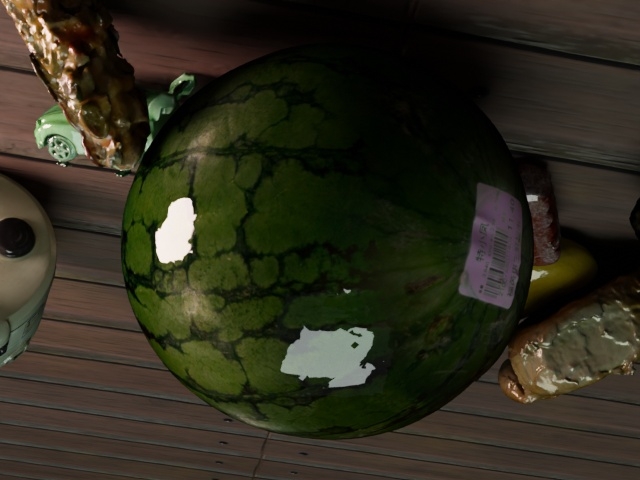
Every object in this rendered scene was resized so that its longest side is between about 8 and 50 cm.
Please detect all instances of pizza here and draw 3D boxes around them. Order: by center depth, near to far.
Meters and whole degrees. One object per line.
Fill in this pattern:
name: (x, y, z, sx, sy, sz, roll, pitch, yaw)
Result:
pizza: (-0.196, -0.166, 0.847, 0.069, 0.147, 0.226, -25, 101, 10)

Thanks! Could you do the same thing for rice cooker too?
rice cooker: (-0.419, 0.040, 1.190, 0.226, 0.226, 0.244, 15, 152, -17)

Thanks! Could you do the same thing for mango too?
mango: (0.218, 0.040, 1.206, 0.122, 0.085, 0.191, 35, 132, -28)

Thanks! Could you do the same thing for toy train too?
toy train: (-0.194, -0.118, 0.984, 0.149, 0.099, 0.081, 8, 121, 13)

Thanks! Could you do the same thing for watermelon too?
watermelon: (0.000, 0.000, 0.897, 0.363, 0.363, 0.363, 5, 153, 3)

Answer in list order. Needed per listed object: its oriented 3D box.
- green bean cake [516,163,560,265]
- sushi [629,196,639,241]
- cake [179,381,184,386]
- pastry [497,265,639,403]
green bean cake: (0.182, -0.024, 1.094, 0.135, 0.056, 0.135, -2, 144, 19)
sushi: (0.447, -0.005, 0.922, 0.171, 0.210, 0.350, 19, 160, -38)
cake: (-0.019, 0.070, 1.193, 0.293, 0.198, 0.196, -19, 142, 38)
pastry: (0.309, 0.109, 1.208, 0.229, 0.100, 0.218, -28, 177, 40)
